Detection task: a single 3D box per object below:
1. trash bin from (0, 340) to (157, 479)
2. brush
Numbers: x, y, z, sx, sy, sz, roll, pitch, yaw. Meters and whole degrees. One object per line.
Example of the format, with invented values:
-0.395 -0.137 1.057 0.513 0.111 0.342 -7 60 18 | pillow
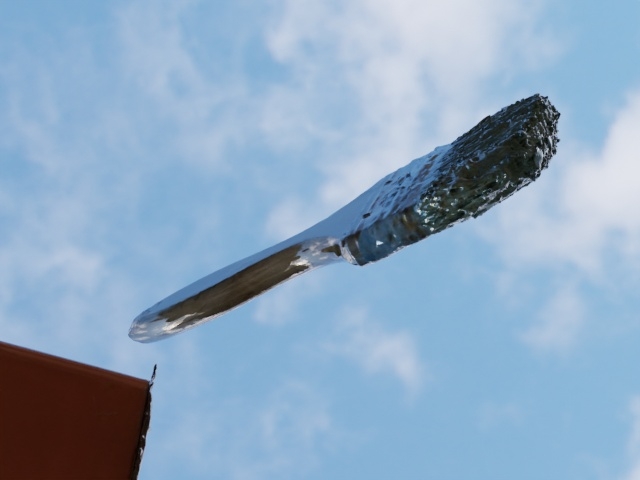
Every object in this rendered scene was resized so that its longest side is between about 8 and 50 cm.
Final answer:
-0.246 0.134 1.111 0.238 0.161 0.184 9 -112 -6 | trash bin
0.000 0.000 0.559 0.021 0.196 0.070 57 -151 -14 | brush
